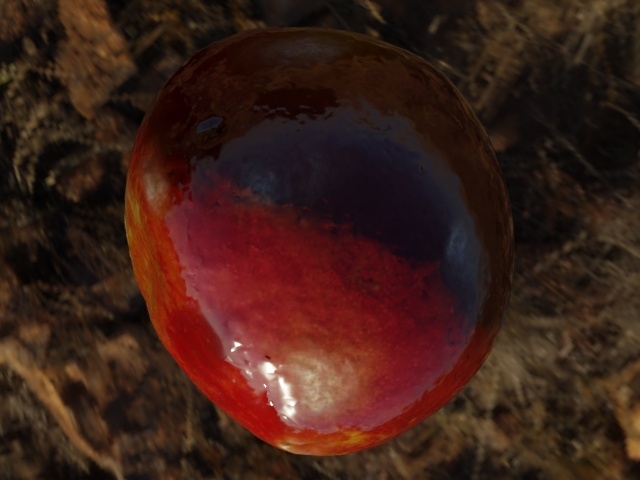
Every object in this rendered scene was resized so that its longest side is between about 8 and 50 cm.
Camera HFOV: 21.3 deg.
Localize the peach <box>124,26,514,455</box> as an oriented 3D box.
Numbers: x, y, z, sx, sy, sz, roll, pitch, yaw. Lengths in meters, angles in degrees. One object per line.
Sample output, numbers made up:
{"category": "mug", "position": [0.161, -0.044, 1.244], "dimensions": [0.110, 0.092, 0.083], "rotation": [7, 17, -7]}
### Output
{"category": "peach", "position": [0.000, 0.000, 0.947], "dimensions": [0.199, 0.243, 0.243], "rotation": [-25, 120, 35]}
